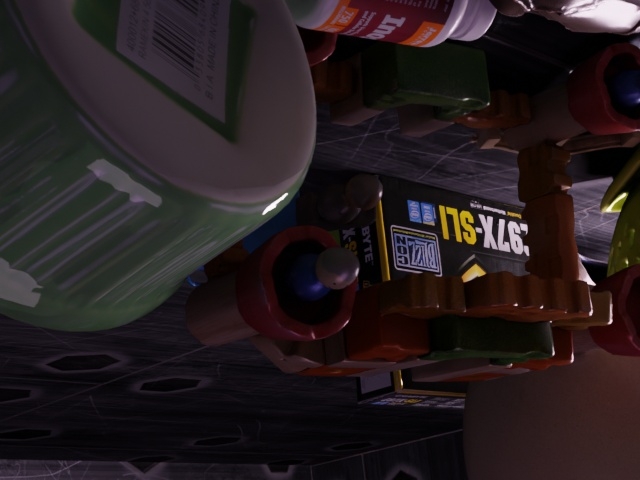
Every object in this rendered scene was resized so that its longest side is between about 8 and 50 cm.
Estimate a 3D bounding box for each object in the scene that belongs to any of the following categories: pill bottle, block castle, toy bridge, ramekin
[{"bbox_3d":[0.054,-0.190,0.923,0.152,0.086,0.086,4,160,-29],"label":"pill bottle"},{"bbox_3d":[0.113,-0.043,1.062,0.453,0.303,0.213,6,165,-34],"label":"block castle"},{"bbox_3d":[0.250,-0.111,1.343,0.188,0.026,0.063,-2,163,-13],"label":"toy bridge"},{"bbox_3d":[-0.140,-0.109,0.782,0.148,0.303,0.303,-28,154,32],"label":"ramekin"}]

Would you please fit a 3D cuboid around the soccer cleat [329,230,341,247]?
[{"bbox_3d":[0.000,0.000,1.565,0.179,0.060,0.072,-6,173,20],"label":"soccer cleat"}]

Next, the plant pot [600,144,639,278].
[{"bbox_3d":[0.451,-0.009,1.438,0.228,0.207,0.227,-6,163,-4],"label":"plant pot"}]

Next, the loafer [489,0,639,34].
[{"bbox_3d":[0.136,-0.201,0.837,0.130,0.134,0.366,-21,157,37],"label":"loafer"}]

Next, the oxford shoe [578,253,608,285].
[{"bbox_3d":[0.298,0.052,1.783,0.364,0.130,0.132,9,125,-23],"label":"oxford shoe"}]

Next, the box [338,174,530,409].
[{"bbox_3d":[0.167,0.074,1.513,0.322,0.257,0.079,11,155,-41],"label":"box"}]

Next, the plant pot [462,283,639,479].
[{"bbox_3d":[0.271,0.159,1.312,0.284,0.284,0.191,-12,122,16],"label":"plant pot"}]

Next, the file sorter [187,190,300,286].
[{"bbox_3d":[-0.081,-0.048,1.188,0.118,0.170,0.104,-6,165,-2],"label":"file sorter"}]
